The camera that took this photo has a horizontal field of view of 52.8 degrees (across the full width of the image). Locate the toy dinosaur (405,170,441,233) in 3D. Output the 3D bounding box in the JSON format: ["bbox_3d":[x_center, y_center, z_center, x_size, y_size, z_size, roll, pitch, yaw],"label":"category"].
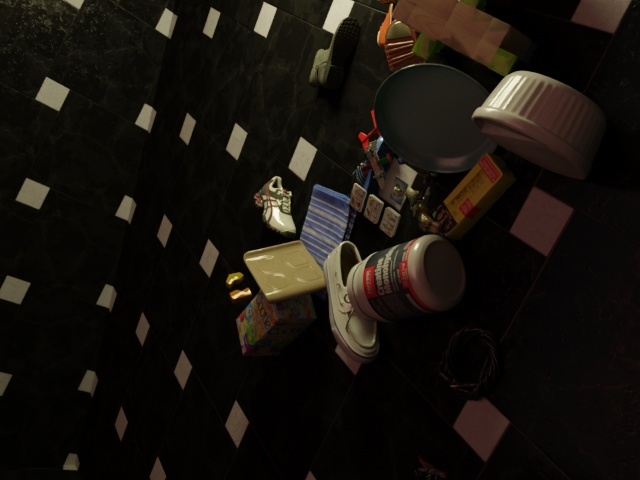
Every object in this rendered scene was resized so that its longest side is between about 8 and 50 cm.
[{"bbox_3d":[0.267,-0.118,1.684,0.268,0.064,0.118,-102,35,-62],"label":"toy dinosaur"}]

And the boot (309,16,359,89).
[{"bbox_3d":[0.031,-0.626,2.147,0.161,0.083,0.247,36,110,56],"label":"boot"}]

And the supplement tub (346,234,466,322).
[{"bbox_3d":[0.216,0.105,1.654,0.272,0.191,0.191,-22,65,48],"label":"supplement tub"}]

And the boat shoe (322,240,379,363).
[{"bbox_3d":[0.107,0.157,1.829,0.156,0.135,0.367,121,147,-47],"label":"boat shoe"}]

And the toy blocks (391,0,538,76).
[{"bbox_3d":[0.361,-0.496,1.551,0.381,0.261,0.191,39,113,29],"label":"toy blocks"}]

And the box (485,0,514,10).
[{"bbox_3d":[0.385,-0.694,1.592,0.167,0.203,0.169,42,116,47],"label":"box"}]

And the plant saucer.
[{"bbox_3d":[0.286,-0.300,1.575,0.317,0.317,0.044,-24,28,48],"label":"plant saucer"}]

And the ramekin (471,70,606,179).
[{"bbox_3d":[0.465,-0.247,1.354,0.273,0.272,0.127,36,99,50],"label":"ramekin"}]

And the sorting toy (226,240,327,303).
[{"bbox_3d":[-0.152,0.111,2.012,0.229,0.307,0.041,-125,30,-43],"label":"sorting toy"}]

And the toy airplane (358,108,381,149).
[{"bbox_3d":[0.165,-0.332,1.947,0.151,0.028,0.151,-12,74,50],"label":"toy airplane"}]

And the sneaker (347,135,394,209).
[{"bbox_3d":[0.143,-0.211,1.906,0.090,0.081,0.232,35,112,42],"label":"sneaker"}]

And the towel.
[{"bbox_3d":[0.000,0.000,2.085,0.243,0.040,0.336,30,106,52],"label":"towel"}]

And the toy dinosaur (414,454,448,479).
[{"bbox_3d":[0.278,0.571,1.604,0.082,0.047,0.090,-21,55,29],"label":"toy dinosaur"}]

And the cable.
[{"bbox_3d":[0.360,0.292,1.546,0.184,0.047,0.151,-58,43,26],"label":"cable"}]

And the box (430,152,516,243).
[{"bbox_3d":[0.374,-0.102,1.601,0.232,0.058,0.087,-51,45,33],"label":"box"}]

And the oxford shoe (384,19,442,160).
[{"bbox_3d":[0.288,-0.395,1.726,0.140,0.146,0.397,-2,100,46],"label":"oxford shoe"}]

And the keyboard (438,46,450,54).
[{"bbox_3d":[0.315,-0.586,1.812,0.180,0.023,0.108,34,116,49],"label":"keyboard"}]

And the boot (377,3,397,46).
[{"bbox_3d":[0.210,-0.657,1.936,0.084,0.059,0.158,17,98,58],"label":"boot"}]

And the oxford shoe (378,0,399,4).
[{"bbox_3d":[0.217,-0.689,1.779,0.132,0.130,0.364,-29,26,17],"label":"oxford shoe"}]

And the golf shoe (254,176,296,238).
[{"bbox_3d":[-0.147,-0.116,2.253,0.120,0.105,0.273,-54,45,21],"label":"golf shoe"}]

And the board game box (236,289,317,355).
[{"bbox_3d":[-0.151,0.257,2.120,0.275,0.142,0.144,-49,47,43],"label":"board game box"}]

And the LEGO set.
[{"bbox_3d":[0.180,-0.158,1.807,0.182,0.060,0.244,40,135,30],"label":"LEGO set"}]
